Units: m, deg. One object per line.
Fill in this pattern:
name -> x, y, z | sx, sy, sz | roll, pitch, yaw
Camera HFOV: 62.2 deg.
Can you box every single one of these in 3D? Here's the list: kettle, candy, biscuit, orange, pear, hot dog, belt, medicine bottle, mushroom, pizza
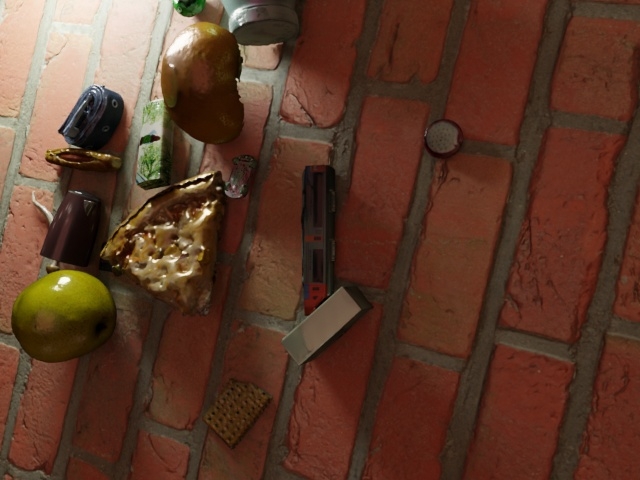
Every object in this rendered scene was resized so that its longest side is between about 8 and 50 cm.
kettle -> -0.792, -0.048, 1.709 | 0.202, 0.144, 0.232 | 13, 83, 50
candy -> -0.325, -0.816, 1.631 | 0.323, 0.097, 0.097 | -45, 74, 2
candy -> 0.319, -0.264, 1.383 | 0.103, 0.043, 0.103 | -1, 85, 19
biscuit -> -0.246, 0.486, 1.534 | 0.144, 0.016, 0.203 | 38, 99, 17
orange -> -0.333, -0.439, 1.499 | 0.263, 0.196, 0.334 | 12, 106, 31
pear -> -0.766, 0.229, 1.598 | 0.295, 0.294, 0.293 | -1, 86, 19
hot dog -> -0.778, -0.261, 1.731 | 0.289, 0.083, 0.068 | 7, 83, 21
belt -> -0.735, -0.393, 1.701 | 0.122, 0.128, 0.218 | 40, 100, 16
medicine bottle -> -0.172, -0.716, 1.479 | 0.245, 0.245, 0.289 | -9, 92, 18
mushroom -> -0.921, -0.034, 1.790 | 0.068, 0.043, 0.305 | -14, 79, -8
pizza -> -0.477, 0.003, 1.577 | 0.392, 0.080, 0.434 | -1, 71, 19

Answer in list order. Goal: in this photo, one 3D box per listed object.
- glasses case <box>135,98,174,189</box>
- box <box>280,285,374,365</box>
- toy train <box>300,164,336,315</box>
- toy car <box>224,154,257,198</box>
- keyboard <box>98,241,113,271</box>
glasses case -> -0.505, -0.294, 1.622 | 0.096, 0.062, 0.272 | -9, 70, 17
box -> 0.019, 0.220, 1.404 | 0.225, 0.129, 0.086 | -43, 74, 11
toy train -> 0.000, 0.000, 1.449 | 0.089, 0.086, 0.408 | -2, 86, 17
toy car -> -0.231, -0.185, 1.557 | 0.069, 0.055, 0.142 | 12, 76, 18
keyboard -> -0.541, 0.070, 1.649 | 0.382, 0.041, 0.103 | 6, 88, 19
